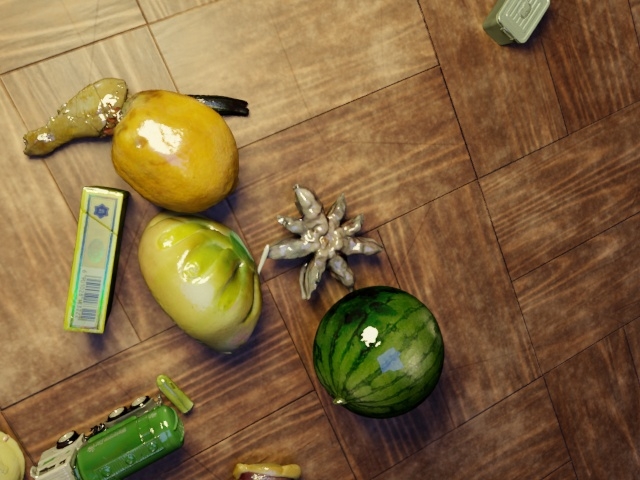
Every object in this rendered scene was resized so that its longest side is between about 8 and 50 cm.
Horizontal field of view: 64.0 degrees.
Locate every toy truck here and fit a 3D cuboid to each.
[{"bbox_3d":[-0.354,0.363,0.880,0.243,0.125,0.101,-25,104,-11],"label":"toy truck"}]

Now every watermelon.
[{"bbox_3d":[0.107,0.204,0.942,0.243,0.242,0.242,-2,97,-17],"label":"watermelon"}]

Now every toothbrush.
[{"bbox_3d":[-0.115,0.076,0.941,0.017,0.014,0.162,17,118,-10],"label":"toothbrush"}]

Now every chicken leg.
[{"bbox_3d":[-0.394,-0.193,0.830,0.198,0.069,0.084,-30,103,-4],"label":"chicken leg"}]

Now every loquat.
[{"bbox_3d":[-0.232,-0.145,0.818,0.234,0.187,0.176,35,97,-26],"label":"loquat"}]

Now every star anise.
[{"bbox_3d":[0.000,0.000,0.957,0.229,0.093,0.236,-20,107,-13],"label":"star anise"}]

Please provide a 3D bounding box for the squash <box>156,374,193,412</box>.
[{"bbox_3d":[-0.271,0.281,0.945,0.027,0.027,0.083,-40,107,-9],"label":"squash"}]

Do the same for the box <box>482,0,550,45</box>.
[{"bbox_3d":[0.390,-0.457,1.033,0.084,0.069,0.122,35,86,-19],"label":"box"}]

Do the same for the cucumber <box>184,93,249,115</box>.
[{"bbox_3d":[-0.191,-0.240,0.901,0.135,0.034,0.033,-2,92,-17],"label":"cucumber"}]

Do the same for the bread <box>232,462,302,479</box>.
[{"bbox_3d":[-0.127,0.529,0.991,0.134,0.081,0.225,20,94,-17],"label":"bread"}]

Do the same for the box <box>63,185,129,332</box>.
[{"bbox_3d":[-0.358,0.023,0.827,0.064,0.141,0.219,11,94,-17],"label":"box"}]

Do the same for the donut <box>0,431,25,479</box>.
[{"bbox_3d":[-0.584,0.390,0.843,0.175,0.068,0.174,-2,98,-18],"label":"donut"}]

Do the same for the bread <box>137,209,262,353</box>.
[{"bbox_3d":[-0.195,0.069,0.860,0.158,0.156,0.260,-36,108,6],"label":"bread"}]
